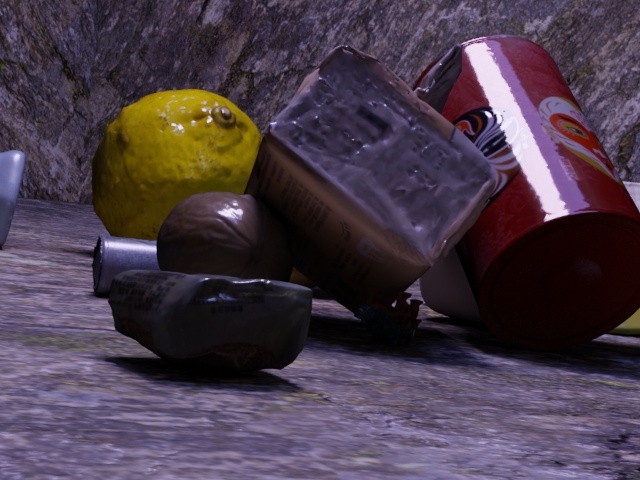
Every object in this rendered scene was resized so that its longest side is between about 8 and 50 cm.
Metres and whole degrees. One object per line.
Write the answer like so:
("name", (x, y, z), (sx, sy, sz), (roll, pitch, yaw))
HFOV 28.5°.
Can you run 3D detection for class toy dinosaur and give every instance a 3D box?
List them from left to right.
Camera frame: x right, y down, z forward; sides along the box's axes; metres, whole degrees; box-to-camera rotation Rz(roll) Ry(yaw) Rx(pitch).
("toy dinosaur", (0.067, 0.076, 1.243), (0.049, 0.055, 0.154), (11, -4, 24))

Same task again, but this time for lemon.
("lemon", (-0.216, -0.100, 1.938), (0.268, 0.268, 0.322), (6, -25, -20))

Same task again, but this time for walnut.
("walnut", (-0.099, 0.015, 1.306), (0.140, 0.140, 0.162), (6, 14, -23))

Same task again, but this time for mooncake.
("mooncake", (-0.086, 0.060, 0.945), (0.129, 0.073, 0.125), (8, -1, -32))

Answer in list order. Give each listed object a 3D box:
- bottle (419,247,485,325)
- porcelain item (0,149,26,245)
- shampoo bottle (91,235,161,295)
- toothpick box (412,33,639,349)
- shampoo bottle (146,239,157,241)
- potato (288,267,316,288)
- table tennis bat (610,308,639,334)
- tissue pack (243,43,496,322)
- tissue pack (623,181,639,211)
("bottle", (0.255, 0.049, 1.564), (0.236, 0.148, 0.147), (17, 7, 30))
("porcelain item", (-0.645, -0.111, 1.830), (0.405, 0.179, 0.242), (15, -1, -17))
("shampoo bottle", (-0.146, 0.038, 1.411), (0.214, 0.072, 0.072), (7, 2, -19))
("toothpick box", (0.232, -0.062, 1.440), (0.204, 0.204, 0.333), (7, 40, -18))
("shampoo bottle", (-0.208, 0.028, 1.574), (0.063, 0.057, 0.207), (0, 1, -4))
("potato", (0.000, 0.000, 1.782), (0.138, 0.098, 0.243), (-31, 9, 6))
("table tennis bat", (0.324, 0.083, 1.813), (0.368, 0.054, 0.224), (6, 17, -3))
("tissue pack", (0.063, -0.075, 1.336), (0.238, 0.239, 0.305), (7, -14, -6))
("tissue pack", (0.455, 0.041, 1.538), (0.325, 0.071, 0.170), (35, -10, -20))
